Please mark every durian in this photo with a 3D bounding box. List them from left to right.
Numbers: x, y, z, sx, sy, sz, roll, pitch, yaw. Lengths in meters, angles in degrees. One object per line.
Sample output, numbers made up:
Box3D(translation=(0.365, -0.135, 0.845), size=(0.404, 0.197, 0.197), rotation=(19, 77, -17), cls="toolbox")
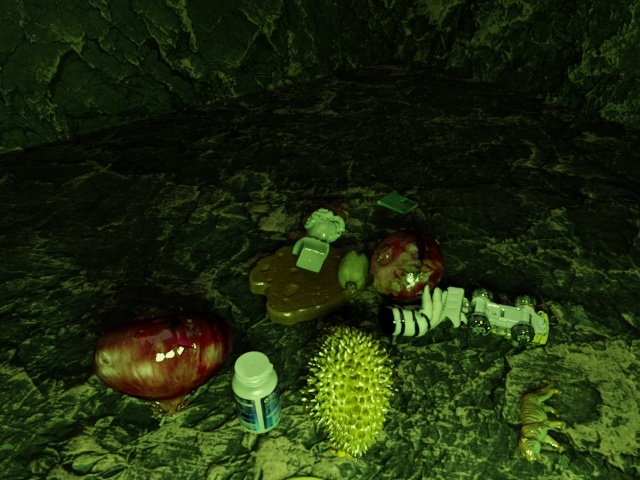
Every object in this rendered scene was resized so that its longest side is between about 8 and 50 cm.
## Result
Box3D(translation=(0.068, 0.340, 1.181), size=(0.258, 0.258, 0.293), rotation=(5, 41, 10), cls="durian")

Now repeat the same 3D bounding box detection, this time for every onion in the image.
Box3D(translation=(-0.381, 0.307, 1.267), size=(0.347, 0.286, 0.347), rotation=(-6, -4, 0), cls="onion")
Box3D(translation=(0.256, 0.076, 1.565), size=(0.246, 0.190, 0.246), rotation=(-30, 41, 29), cls="onion")

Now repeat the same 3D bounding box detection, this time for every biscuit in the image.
Box3D(translation=(-0.051, 0.134, 1.622), size=(0.358, 0.074, 0.381), rotation=(16, 40, 25), cls="biscuit")

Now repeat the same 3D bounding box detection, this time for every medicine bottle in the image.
Box3D(translation=(-0.152, 0.358, 1.200), size=(0.106, 0.192, 0.107), rotation=(-2, 34, 1), cls="medicine bottle")

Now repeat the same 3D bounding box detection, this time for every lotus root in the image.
Box3D(translation=(0.098, 0.100, 1.555), size=(0.090, 0.077, 0.183), rotation=(19, 37, -2), cls="lotus root")

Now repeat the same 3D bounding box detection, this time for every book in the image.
Box3D(translation=(0.316, -0.152, 2.057), size=(0.103, 0.017, 0.135), rotation=(-31, 44, -34), cls="book")

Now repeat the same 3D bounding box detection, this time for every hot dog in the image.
Box3D(translation=(0.028, -0.088, 1.909), size=(0.146, 0.103, 0.213), rotation=(18, 38, 27), cls="hot dog")

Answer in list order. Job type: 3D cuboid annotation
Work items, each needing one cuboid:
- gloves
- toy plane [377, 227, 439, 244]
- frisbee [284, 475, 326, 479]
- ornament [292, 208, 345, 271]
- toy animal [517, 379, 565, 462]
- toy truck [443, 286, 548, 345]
Box3D(translation=(0.283, 0.214, 1.442), size=(0.218, 0.140, 0.131), rotation=(1, 52, -18), cls="gloves")
Box3D(translation=(0.325, 0.028, 1.736), size=(0.241, 0.104, 0.256), rotation=(1, 25, -23), cls="toy plane")
Box3D(translation=(-0.034, 0.588, 1.016), size=(0.235, 0.017, 0.236), rotation=(-1, 35, 1), cls="frisbee")
Box3D(translation=(-0.015, 0.000, 1.663), size=(0.130, 0.120, 0.285), rotation=(29, 38, 4), cls="ornament")
Box3D(translation=(0.518, 0.417, 1.193), size=(0.099, 0.057, 0.241), rotation=(8, 37, 15), cls="toy animal")
Box3D(translation=(0.490, 0.219, 1.426), size=(0.285, 0.111, 0.136), rotation=(12, 49, 14), cls="toy truck")
